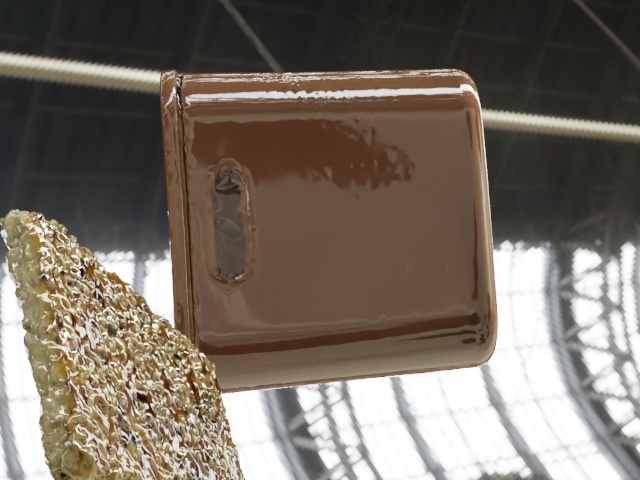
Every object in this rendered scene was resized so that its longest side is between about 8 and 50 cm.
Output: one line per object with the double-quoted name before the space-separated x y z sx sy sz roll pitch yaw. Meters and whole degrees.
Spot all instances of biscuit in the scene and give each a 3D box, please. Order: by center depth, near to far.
"biscuit" -0.080 0.080 0.654 0.025 0.131 0.231 -21 -27 8

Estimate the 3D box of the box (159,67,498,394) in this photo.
"box" 0.000 0.000 1.114 0.229 0.239 0.339 -4 -5 -3
